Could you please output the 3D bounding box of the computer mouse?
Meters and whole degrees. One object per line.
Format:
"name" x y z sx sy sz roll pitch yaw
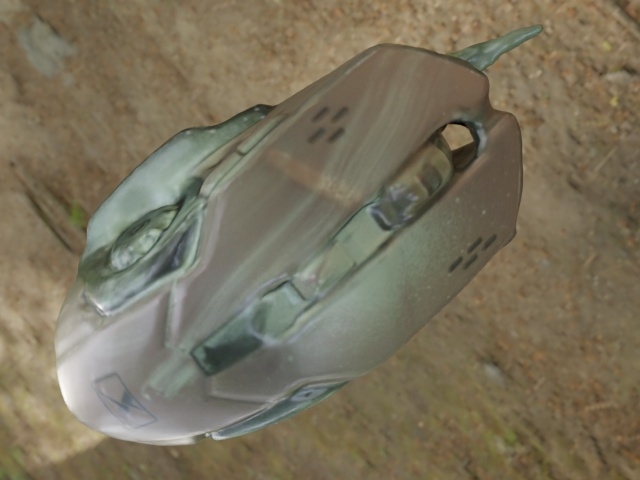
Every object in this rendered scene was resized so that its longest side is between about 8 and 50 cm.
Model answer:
"computer mouse" 0.000 0.003 0.787 0.199 0.389 0.115 50 -175 -22
